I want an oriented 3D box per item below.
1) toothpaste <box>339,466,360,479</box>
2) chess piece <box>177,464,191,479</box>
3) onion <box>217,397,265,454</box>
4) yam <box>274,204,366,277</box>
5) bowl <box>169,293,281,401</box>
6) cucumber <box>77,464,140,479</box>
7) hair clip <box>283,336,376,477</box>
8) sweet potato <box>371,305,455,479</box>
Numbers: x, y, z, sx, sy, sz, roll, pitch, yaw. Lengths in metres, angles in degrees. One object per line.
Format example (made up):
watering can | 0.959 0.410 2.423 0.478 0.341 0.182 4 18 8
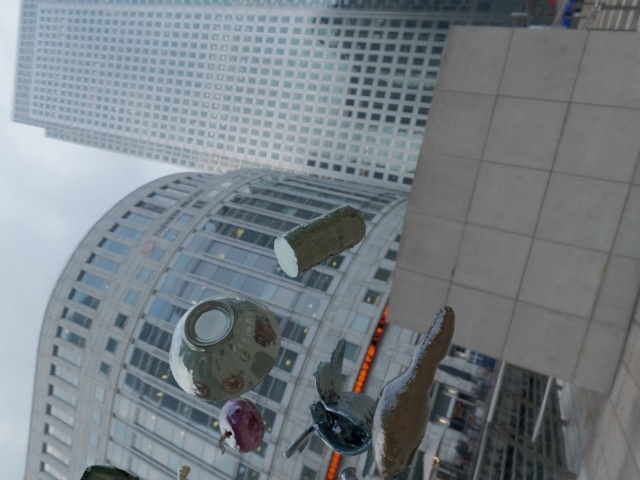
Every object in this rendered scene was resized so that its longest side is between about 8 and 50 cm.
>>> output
toothpaste | 0.118 0.780 1.265 0.266 0.061 0.096 -118 41 -58
chess piece | -0.399 0.688 1.255 0.035 0.035 0.092 78 -161 -45
onion | -0.264 0.610 1.473 0.177 0.154 0.177 -178 90 -71
yam | 0.000 0.000 0.721 0.179 0.078 0.078 -29 -50 -44
bowl | -0.292 0.268 1.272 0.337 0.338 0.157 -60 -23 -30
cucumber | -0.394 0.458 0.823 0.107 0.035 0.067 40 -112 -27
hair clip | 0.075 0.513 1.295 0.391 0.239 0.318 -67 -17 -5
sweet potato | 0.114 0.211 0.590 0.075 0.075 0.269 4 -74 -65
